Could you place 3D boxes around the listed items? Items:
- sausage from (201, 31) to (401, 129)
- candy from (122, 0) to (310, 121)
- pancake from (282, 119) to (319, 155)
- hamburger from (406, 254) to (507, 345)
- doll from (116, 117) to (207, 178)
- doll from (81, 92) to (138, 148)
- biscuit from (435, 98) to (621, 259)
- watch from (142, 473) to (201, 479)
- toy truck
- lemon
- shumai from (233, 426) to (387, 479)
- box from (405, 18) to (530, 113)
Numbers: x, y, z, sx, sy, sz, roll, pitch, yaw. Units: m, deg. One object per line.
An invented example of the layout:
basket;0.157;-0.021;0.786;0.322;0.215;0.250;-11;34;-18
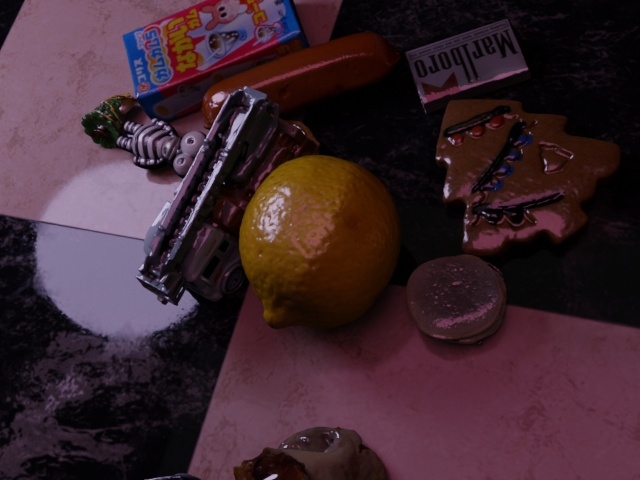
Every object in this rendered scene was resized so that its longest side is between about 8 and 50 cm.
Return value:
sausage;-0.039;-0.265;1.417;0.348;0.094;0.097;-20;40;5
candy;-0.180;-0.334;1.489;0.306;0.100;0.157;-21;62;6
pancake;-0.079;-0.135;1.406;0.158;0.028;0.158;-7;65;16
hamburger;0.194;0.084;1.212;0.140;0.062;0.133;-14;59;11
doll;-0.247;-0.151;1.439;0.219;0.067;0.091;20;79;21
doll;-0.372;-0.229;1.504;0.078;0.076;0.113;4;65;26
biscuit;0.280;-0.112;1.290;0.278;0.043;0.301;-38;62;-5
watch;-0.243;0.422;1.169;0.206;0.068;0.193;-7;61;8
toy truck;-0.156;-0.055;1.288;0.133;0.184;0.338;30;84;23
lemon;-0.001;0.008;1.209;0.228;0.228;0.253;4;70;17
shumai;-0.015;0.327;1.122;0.201;0.120;0.201;-8;62;14
box;0.238;-0.285;1.389;0.178;0.036;0.115;-18;63;6
